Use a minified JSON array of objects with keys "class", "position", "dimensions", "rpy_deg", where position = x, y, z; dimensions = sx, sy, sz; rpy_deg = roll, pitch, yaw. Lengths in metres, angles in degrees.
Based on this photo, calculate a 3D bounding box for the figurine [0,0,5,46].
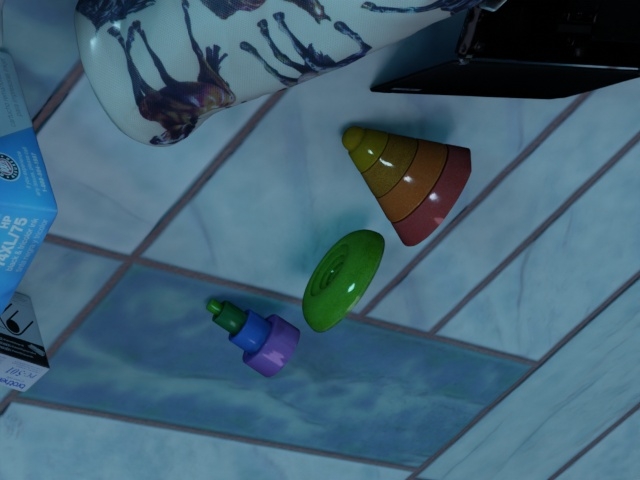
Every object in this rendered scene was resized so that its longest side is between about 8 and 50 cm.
[{"class":"figurine","position":[-0.333,-0.178,1.152],"dimensions":[0.209,0.092,0.215],"rpy_deg":[38,112,-2]}]

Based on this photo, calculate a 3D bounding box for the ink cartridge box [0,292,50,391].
[{"class":"ink cartridge box","position":[-0.365,0.077,1.548],"dimensions":[0.046,0.097,0.207],"rpy_deg":[-41,140,22]}]

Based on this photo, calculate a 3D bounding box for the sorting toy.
[{"class":"sorting toy","position":[0.000,0.000,1.679],"dimensions":[0.126,0.127,0.365],"rpy_deg":[35,122,-17]}]

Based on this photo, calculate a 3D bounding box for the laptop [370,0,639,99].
[{"class":"laptop","position":[0.208,-0.227,1.516],"dimensions":[0.234,0.136,0.264],"rpy_deg":[-1,122,-28]}]

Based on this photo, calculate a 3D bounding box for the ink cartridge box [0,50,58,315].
[{"class":"ink cartridge box","position":[-0.394,-0.043,1.300],"dimensions":[0.270,0.198,0.197],"rpy_deg":[6,135,-35]}]

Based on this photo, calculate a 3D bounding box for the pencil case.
[{"class":"pencil case","position":[-0.002,-0.203,1.240],"dimensions":[0.410,0.160,0.183],"rpy_deg":[-19,131,29]}]
